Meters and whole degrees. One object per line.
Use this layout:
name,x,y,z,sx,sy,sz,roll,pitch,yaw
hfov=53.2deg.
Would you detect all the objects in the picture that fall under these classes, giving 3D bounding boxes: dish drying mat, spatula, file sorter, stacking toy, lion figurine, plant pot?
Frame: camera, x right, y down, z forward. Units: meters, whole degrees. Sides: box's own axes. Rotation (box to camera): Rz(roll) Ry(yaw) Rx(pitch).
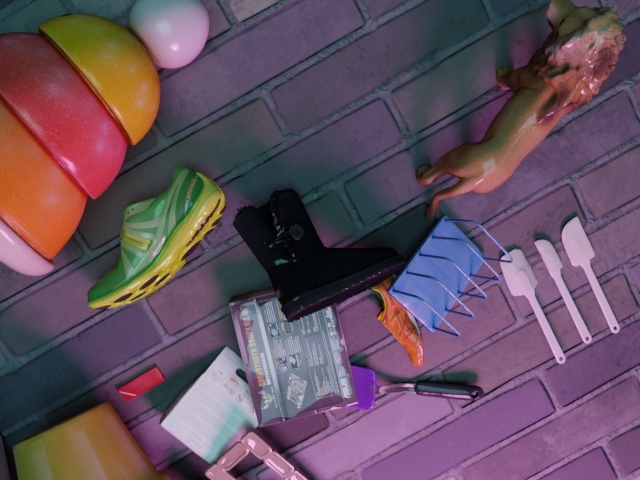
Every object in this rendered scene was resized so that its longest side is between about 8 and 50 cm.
dish drying mat,-0.322,0.259,1.150,0.083,0.008,0.032,-30,101,2
spatula,0.156,0.274,1.178,0.296,0.030,0.084,3,99,-5
file sorter,0.223,0.060,1.074,0.118,0.104,0.170,42,77,-20
stacking toy,-0.364,-0.215,0.951,0.480,0.350,0.351,-42,102,-15
lion figurine,0.301,-0.178,0.994,0.142,0.240,0.392,30,98,-9
spatula,0.446,0.099,1.176,0.168,0.019,0.242,-29,103,-4
plant pot,-0.388,0.414,1.067,0.253,0.254,0.239,-25,87,1

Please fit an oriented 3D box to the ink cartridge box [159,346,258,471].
ink cartridge box,-0.180,0.303,1.164,0.145,0.045,0.179,42,77,-10

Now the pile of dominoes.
pile of dominoes,-0.115,0.477,1.178,0.196,0.040,0.251,-41,108,4

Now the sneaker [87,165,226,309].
sneaker,-0.283,-0.001,1.067,0.295,0.109,0.123,-45,78,7

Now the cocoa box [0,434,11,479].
cocoa box,-0.625,0.488,0.977,0.231,0.228,0.347,-31,62,3

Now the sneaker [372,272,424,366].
sneaker,0.139,0.145,1.141,0.067,0.064,0.175,-22,92,4

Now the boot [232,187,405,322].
boot,0.000,0.000,1.061,0.246,0.094,0.207,-20,73,-26

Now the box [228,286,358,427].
box,-0.046,0.193,1.124,0.182,0.056,0.231,-14,96,-1
